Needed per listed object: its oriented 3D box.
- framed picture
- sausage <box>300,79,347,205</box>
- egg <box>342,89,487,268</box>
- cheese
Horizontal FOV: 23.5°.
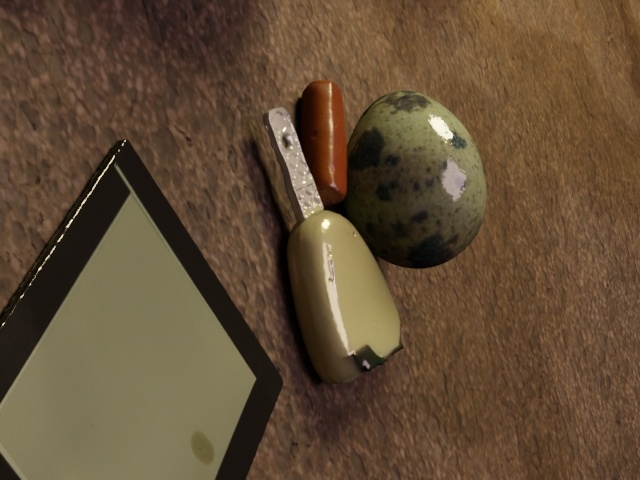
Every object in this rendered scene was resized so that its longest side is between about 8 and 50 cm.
[{"bbox_3d":[-0.134,0.118,1.107,0.265,0.016,0.347,59,30,-26],"label":"framed picture"},{"bbox_3d":[0.003,-0.096,1.463,0.041,0.039,0.131,29,48,-44],"label":"sausage"},{"bbox_3d":[0.088,-0.061,1.492,0.141,0.141,0.182,22,53,-57],"label":"egg"},{"bbox_3d":[0.000,0.000,1.388,0.127,0.054,0.252,-26,97,-62],"label":"cheese"}]
